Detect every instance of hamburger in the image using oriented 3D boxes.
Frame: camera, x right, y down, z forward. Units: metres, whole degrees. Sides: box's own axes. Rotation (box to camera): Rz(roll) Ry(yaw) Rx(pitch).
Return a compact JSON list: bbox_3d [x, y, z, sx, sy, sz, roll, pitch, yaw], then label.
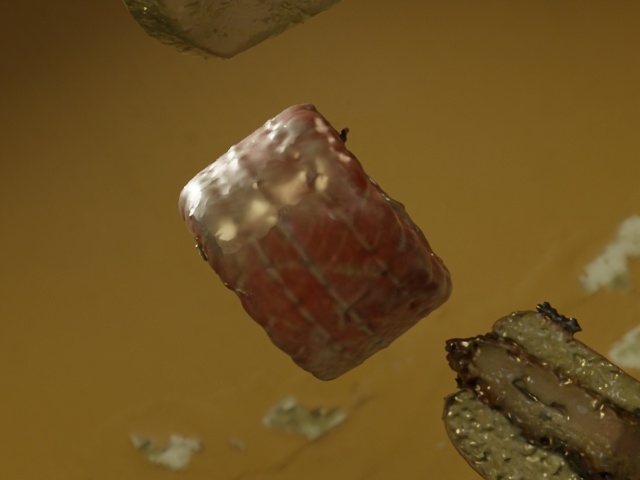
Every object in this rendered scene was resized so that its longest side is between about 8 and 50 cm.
[{"bbox_3d":[0.247,0.186,1.361,0.155,0.282,0.245,-55,-26,-1],"label":"hamburger"}]

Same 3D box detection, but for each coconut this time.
[{"bbox_3d":[-0.086,-0.290,1.310,0.239,0.244,0.239,-14,-43,-14],"label":"coconut"}]

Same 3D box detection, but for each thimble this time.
[{"bbox_3d":[0.000,0.000,1.403,0.162,0.239,0.239,-39,-13,5],"label":"thimble"}]
